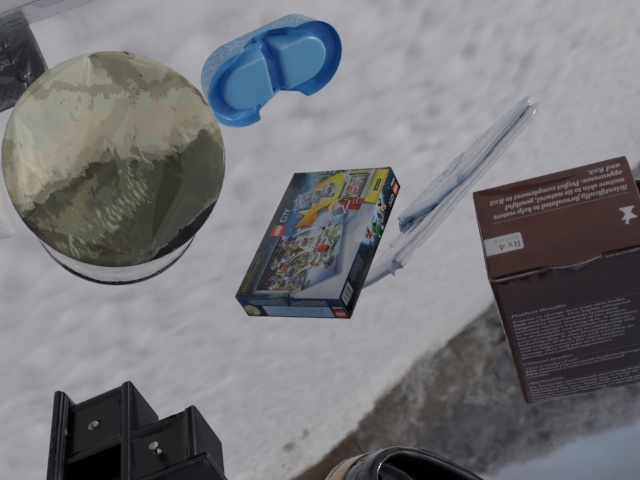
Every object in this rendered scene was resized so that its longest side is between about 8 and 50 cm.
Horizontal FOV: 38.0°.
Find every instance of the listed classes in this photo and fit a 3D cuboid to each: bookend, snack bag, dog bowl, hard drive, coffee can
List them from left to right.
[{"bbox_3d":[-0.508,-0.297,1.316,0.172,0.255,0.054,-32,-168,-27],"label":"hard drive"},{"bbox_3d":[-0.214,-0.061,0.972,0.201,0.201,0.275,-31,-179,-13],"label":"coffee can"},{"bbox_3d":[-0.163,0.188,0.854,0.157,0.156,0.072,-22,127,6],"label":"bookend"},{"bbox_3d":[-0.102,-0.339,1.818,0.297,0.074,0.166,-29,138,-16],"label":"dog bowl"},{"bbox_3d":[0.176,-0.058,1.461,0.342,0.037,0.323,-48,-179,-15],"label":"snack bag"}]

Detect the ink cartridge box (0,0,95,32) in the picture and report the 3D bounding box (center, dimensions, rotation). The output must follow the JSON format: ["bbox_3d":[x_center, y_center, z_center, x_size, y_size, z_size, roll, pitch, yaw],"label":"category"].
[{"bbox_3d":[-0.239,-0.324,1.072,0.332,0.065,0.165,-19,-170,-1],"label":"ink cartridge box"}]

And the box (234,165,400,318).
[{"bbox_3d":[0.000,0.000,1.258,0.159,0.044,0.233,-1,-132,31],"label":"box"}]

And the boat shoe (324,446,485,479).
[{"bbox_3d":[0.226,0.395,1.043,0.187,0.500,0.156,-54,175,-38],"label":"boat shoe"}]

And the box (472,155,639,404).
[{"bbox_3d":[0.325,0.069,1.214,0.191,0.143,0.381,-13,147,10],"label":"box"}]

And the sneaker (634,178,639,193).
[{"bbox_3d":[0.461,-0.059,1.416,0.211,0.080,0.081,-3,-167,37],"label":"sneaker"}]

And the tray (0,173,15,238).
[{"bbox_3d":[-0.569,-0.123,1.420,0.145,0.270,0.030,-14,178,-26],"label":"tray"}]
